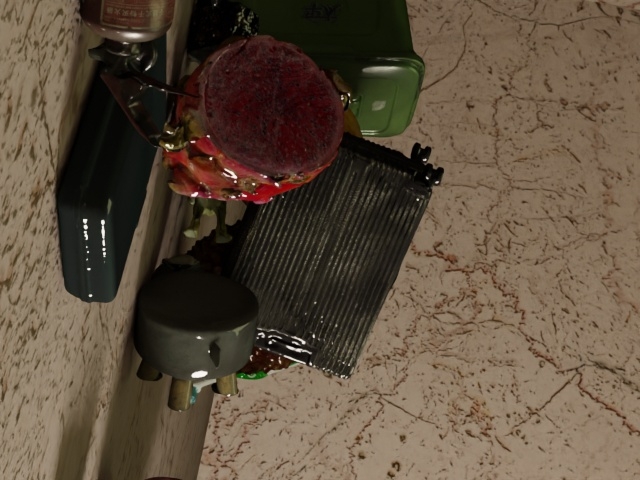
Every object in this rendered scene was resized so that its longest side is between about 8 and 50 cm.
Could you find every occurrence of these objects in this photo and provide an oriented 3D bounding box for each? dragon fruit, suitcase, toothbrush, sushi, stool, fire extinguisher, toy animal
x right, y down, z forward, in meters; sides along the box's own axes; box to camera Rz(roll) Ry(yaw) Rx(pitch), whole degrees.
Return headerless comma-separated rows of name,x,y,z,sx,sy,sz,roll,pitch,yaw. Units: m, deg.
dragon fruit,-0.100,-0.144,1.747,0.147,0.282,0.211,-36,-106,59
suitcase,0.000,0.000,1.947,0.152,0.229,0.335,-103,-145,-73
toothbrush,-0.107,0.211,2.334,0.418,0.042,0.040,-23,-140,37
sushi,-0.132,-0.264,1.838,0.094,0.098,0.084,46,48,-66
stool,-0.160,0.116,1.828,0.228,0.153,0.139,-79,179,-63
fire extinguisher,-0.138,-0.198,1.075,0.106,0.075,0.252,37,-56,45
toy animal,-0.173,-0.095,2.073,0.136,0.073,0.181,-92,177,-51

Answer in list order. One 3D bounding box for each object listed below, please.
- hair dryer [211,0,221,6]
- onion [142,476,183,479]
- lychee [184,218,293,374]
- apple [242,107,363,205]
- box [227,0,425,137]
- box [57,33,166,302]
hair dryer,-0.117,-0.420,1.702,0.195,0.078,0.248,-77,168,-71
onion,-0.234,0.431,1.748,0.227,0.120,0.283,104,-6,-62
lychee,-0.089,0.095,2.159,0.271,0.271,0.271,10,90,-90
apple,-0.039,-0.130,2.090,0.211,0.211,0.188,-79,157,-61
box,-0.009,-0.286,2.221,0.253,0.328,0.178,101,-9,-65
box,-0.181,-0.076,1.248,0.160,0.050,0.230,99,1,-55
